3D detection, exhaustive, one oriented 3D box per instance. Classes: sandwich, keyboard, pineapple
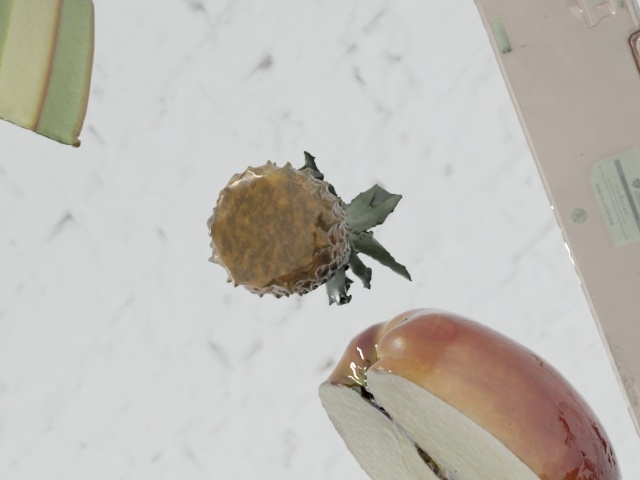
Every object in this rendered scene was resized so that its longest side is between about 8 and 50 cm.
[{"bbox_3d":[-0.263,-0.121,1.297,0.117,0.187,0.144,21,-45,-23],"label":"sandwich"},{"bbox_3d":[0.107,-0.016,0.544,0.055,0.166,0.017,-20,4,23],"label":"keyboard"},{"bbox_3d":[0.000,0.000,1.367,0.119,0.130,0.277,-54,-14,10],"label":"pineapple"}]

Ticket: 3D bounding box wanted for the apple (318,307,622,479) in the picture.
[{"bbox_3d":[0.172,0.252,1.913,0.329,0.365,0.295,-38,8,20],"label":"apple"}]
